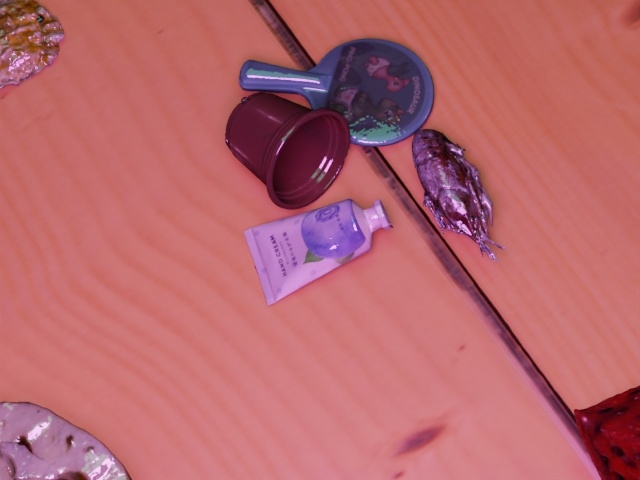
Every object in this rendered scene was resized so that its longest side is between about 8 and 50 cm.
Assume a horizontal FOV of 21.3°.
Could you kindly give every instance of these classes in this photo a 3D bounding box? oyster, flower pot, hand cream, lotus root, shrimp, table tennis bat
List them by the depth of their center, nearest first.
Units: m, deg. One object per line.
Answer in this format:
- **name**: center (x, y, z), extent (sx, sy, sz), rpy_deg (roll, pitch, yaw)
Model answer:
- **lotus root**: center (-0.242, 0.242, 1.531), extent (0.235, 0.119, 0.138), rpy_deg (35, 73, 20)
- **hand cream**: center (0.000, 0.000, 1.662), extent (0.142, 0.053, 0.084), rpy_deg (-22, 66, 6)
- **shrimp**: center (0.133, -0.043, 1.662), extent (0.057, 0.065, 0.165), rpy_deg (-35, 69, 24)
- **flower pot**: center (-0.040, -0.097, 1.685), extent (0.089, 0.111, 0.111), rpy_deg (32, 71, 34)
- **table tennis bat**: center (0.016, -0.155, 1.738), extent (0.201, 0.033, 0.124), rpy_deg (8, 65, 4)
- **oyster**: center (-0.342, -0.206, 1.792), extent (0.146, 0.045, 0.121), rpy_deg (-5, 51, 2)

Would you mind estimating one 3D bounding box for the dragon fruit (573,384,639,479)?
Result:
- **dragon fruit**: center (0.433, 0.195, 1.430), extent (0.330, 0.240, 0.302), rpy_deg (-30, 85, -1)
